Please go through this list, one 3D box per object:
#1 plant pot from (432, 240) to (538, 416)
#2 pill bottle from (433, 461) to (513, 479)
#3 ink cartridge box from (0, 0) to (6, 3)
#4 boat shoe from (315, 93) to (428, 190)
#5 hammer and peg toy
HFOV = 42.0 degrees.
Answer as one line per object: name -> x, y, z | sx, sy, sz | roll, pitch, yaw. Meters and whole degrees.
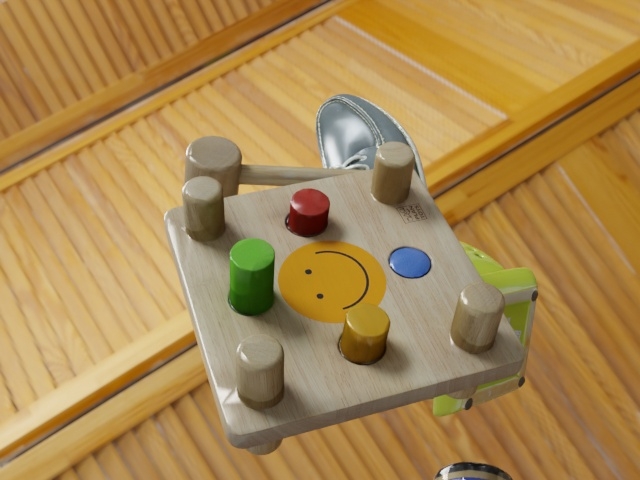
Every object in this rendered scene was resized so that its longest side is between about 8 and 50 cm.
plant pot -> 0.182, 0.126, 1.233 | 0.207, 0.227, 0.228 | 17, 106, 43
pill bottle -> 0.214, 0.437, 1.175 | 0.123, 0.122, 0.219 | 73, -160, -45
ink cartridge box -> -0.172, -0.192, 0.189 | 0.198, 0.270, 0.197 | 2, 86, 47
boat shoe -> 0.060, -0.065, 1.000 | 0.099, 0.116, 0.319 | 20, -139, -51
hammer and peg toy -> 0.000, 0.000, 0.763 | 0.127, 0.266, 0.361 | 94, 159, -46
